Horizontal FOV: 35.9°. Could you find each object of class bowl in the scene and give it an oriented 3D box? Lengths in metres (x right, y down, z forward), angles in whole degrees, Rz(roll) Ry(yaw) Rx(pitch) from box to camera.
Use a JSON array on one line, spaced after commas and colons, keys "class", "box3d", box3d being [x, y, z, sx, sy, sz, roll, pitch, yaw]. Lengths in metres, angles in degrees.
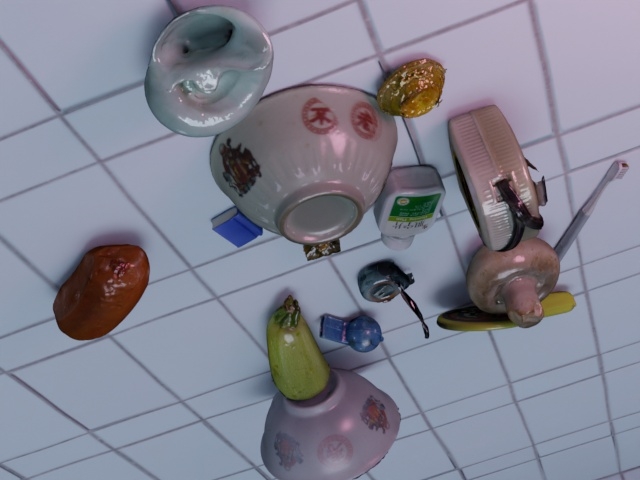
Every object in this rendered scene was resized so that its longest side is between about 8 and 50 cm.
[{"class": "bowl", "box3d": [0.001, 0.396, 2.301, 0.345, 0.345, 0.157, -17, 121, 4]}, {"class": "bowl", "box3d": [-0.012, -0.095, 1.696, 0.337, 0.157, 0.337, -10, 146, -7]}]

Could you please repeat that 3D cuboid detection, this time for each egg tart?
[{"class": "egg tart", "box3d": [0.157, -0.245, 1.631, 0.130, 0.052, 0.130, -18, 148, -12]}]

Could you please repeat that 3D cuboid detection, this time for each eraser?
[{"class": "eraser", "box3d": [-0.156, -0.026, 1.853, 0.063, 0.027, 0.084, -29, 142, 19]}]

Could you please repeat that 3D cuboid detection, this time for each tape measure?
[{"class": "tape measure", "box3d": [0.324, -0.084, 1.761, 0.133, 0.231, 0.271, -18, 145, 2]}, {"class": "tape measure", "box3d": [0.150, 0.135, 2.069, 0.107, 0.180, 0.104, -30, 158, 20]}]

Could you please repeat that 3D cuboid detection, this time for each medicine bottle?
[{"class": "medicine bottle", "box3d": [0.163, -0.059, 1.883, 0.119, 0.069, 0.183, -6, 146, -15]}]

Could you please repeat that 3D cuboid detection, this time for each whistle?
[{"class": "whistle", "box3d": [0.082, 0.206, 2.211, 0.158, 0.090, 0.090, 20, 133, -37]}]

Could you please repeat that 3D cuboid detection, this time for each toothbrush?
[{"class": "toothbrush", "box3d": [0.553, -0.049, 2.071, 0.030, 0.025, 0.342, -2, 143, -20]}]

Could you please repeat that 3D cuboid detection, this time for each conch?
[{"class": "conch", "box3d": [-0.165, -0.255, 1.449, 0.221, 0.121, 0.185, -40, 134, 22]}]

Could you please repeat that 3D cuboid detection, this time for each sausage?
[{"class": "sausage", "box3d": [-0.409, 0.099, 1.858, 0.133, 0.133, 0.258, 15, 135, -35]}]

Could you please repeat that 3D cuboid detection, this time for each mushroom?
[{"class": "mushroom", "box3d": [0.409, 0.093, 2.068, 0.204, 0.204, 0.204, -9, 145, -7]}]

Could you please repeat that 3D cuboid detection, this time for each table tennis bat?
[{"class": "table tennis bat", "box3d": [0.432, 0.162, 2.232, 0.368, 0.054, 0.224, -8, -174, -29]}]

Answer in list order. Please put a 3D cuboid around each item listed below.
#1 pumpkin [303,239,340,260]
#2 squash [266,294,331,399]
[{"class": "pumpkin", "box3d": [0.000, 0.000, 1.922, 0.074, 0.054, 0.083, -17, 140, -4]}, {"class": "squash", "box3d": [-0.075, 0.219, 2.171, 0.137, 0.137, 0.287, -16, 134, 3]}]
